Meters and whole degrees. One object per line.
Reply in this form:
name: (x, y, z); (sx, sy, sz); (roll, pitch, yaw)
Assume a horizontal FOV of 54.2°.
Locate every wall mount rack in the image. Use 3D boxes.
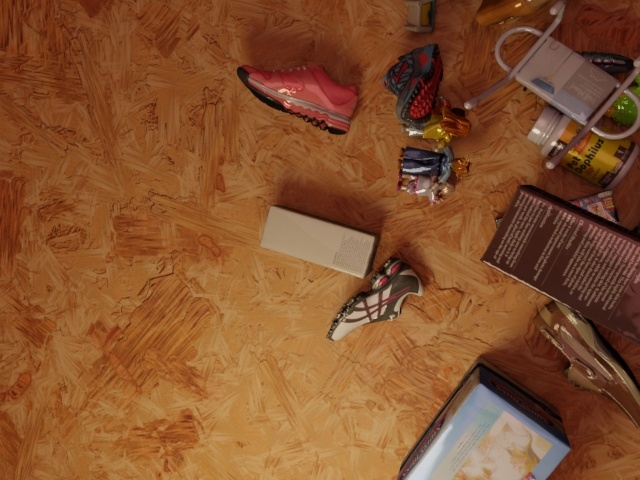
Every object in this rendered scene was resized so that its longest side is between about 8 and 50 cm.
wall mount rack: (0.476, -0.309, 1.276); (0.350, 0.130, 0.304); (41, 92, 17)

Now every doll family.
doll family: (0.266, -0.209, 1.442); (0.163, 0.118, 0.263); (8, 96, 14)

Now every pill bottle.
pill bottle: (0.566, -0.207, 1.364); (0.215, 0.117, 0.117); (32, 101, 11)

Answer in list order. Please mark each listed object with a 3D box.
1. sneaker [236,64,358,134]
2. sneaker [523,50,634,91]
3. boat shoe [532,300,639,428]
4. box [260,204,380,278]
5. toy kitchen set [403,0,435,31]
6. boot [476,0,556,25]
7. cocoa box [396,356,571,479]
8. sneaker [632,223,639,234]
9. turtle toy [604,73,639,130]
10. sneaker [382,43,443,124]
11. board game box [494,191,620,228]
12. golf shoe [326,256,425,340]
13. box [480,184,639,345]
sneaker: (-0.050, -0.375, 1.534); (0.313, 0.116, 0.136); (26, 90, 5)
sneaker: (0.566, -0.367, 1.386); (0.223, 0.083, 0.098); (10, 115, 20)
boat shoe: (0.601, 0.273, 1.398); (0.120, 0.122, 0.324); (-38, 76, 19)
box: (0.000, 0.000, 1.540); (0.275, 0.094, 0.113); (19, 98, 13)
toy kitchen set: (0.300, -0.540, 1.382); (0.207, 0.122, 0.166); (28, 129, 44)
boot: (0.480, -0.563, 1.360); (0.211, 0.295, 0.104); (-3, 120, 53)
cocoa box: (0.355, 0.486, 1.412); (0.231, 0.228, 0.347); (35, 102, 10)
sneaker: (0.760, -0.058, 1.343); (0.122, 0.110, 0.283); (15, 106, 5)
turtle toy: (0.677, -0.305, 1.347); (0.095, 0.066, 0.130); (27, 129, 10)
sneaker: (0.198, -0.342, 1.415); (0.125, 0.262, 0.104); (-2, 132, 27)
board game box: (0.545, -0.017, 1.431); (0.259, 0.030, 0.136); (-15, 92, 15)
golf shoe: (0.127, 0.166, 1.517); (0.120, 0.105, 0.273); (44, 104, 1)
box: (0.557, 0.044, 1.308); (0.381, 0.143, 0.191); (31, 109, 23)
